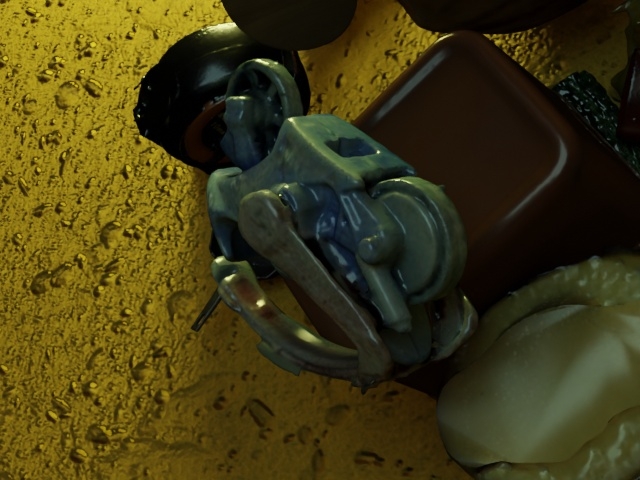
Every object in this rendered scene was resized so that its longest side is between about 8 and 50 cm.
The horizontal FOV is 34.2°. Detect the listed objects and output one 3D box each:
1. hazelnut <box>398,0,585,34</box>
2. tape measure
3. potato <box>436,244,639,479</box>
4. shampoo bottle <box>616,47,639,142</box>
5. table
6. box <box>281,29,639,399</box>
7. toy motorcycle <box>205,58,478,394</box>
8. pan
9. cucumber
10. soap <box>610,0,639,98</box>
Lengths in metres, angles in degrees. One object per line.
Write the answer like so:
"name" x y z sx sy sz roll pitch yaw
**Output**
"hazelnut" 0.204 -0.419 1.185 0.359 0.409 0.359 -22 64 56
"tape measure" -0.122 -0.187 1.347 0.222 0.202 0.135 -29 64 16
"potato" 0.275 0.146 1.017 0.285 0.242 0.242 -46 58 9
"shampoo bottle" 0.455 -0.136 1.106 0.260 0.064 0.102 10 93 10
"table" -0.020 -0.367 1.285 0.167 0.167 0.227 -8 42 21
"box" 0.141 -0.021 1.102 0.339 0.229 0.239 -44 57 15
"toy motorcycle" -0.016 0.001 0.946 0.319 0.182 0.241 42 101 33
"pan" -0.103 0.019 1.337 0.202 0.048 0.128 -39 57 2
"cucumber" 0.335 -0.095 1.180 0.077 0.077 0.265 -33 61 8
"soap" 0.515 -0.206 1.092 0.338 0.169 0.304 -37 48 6
